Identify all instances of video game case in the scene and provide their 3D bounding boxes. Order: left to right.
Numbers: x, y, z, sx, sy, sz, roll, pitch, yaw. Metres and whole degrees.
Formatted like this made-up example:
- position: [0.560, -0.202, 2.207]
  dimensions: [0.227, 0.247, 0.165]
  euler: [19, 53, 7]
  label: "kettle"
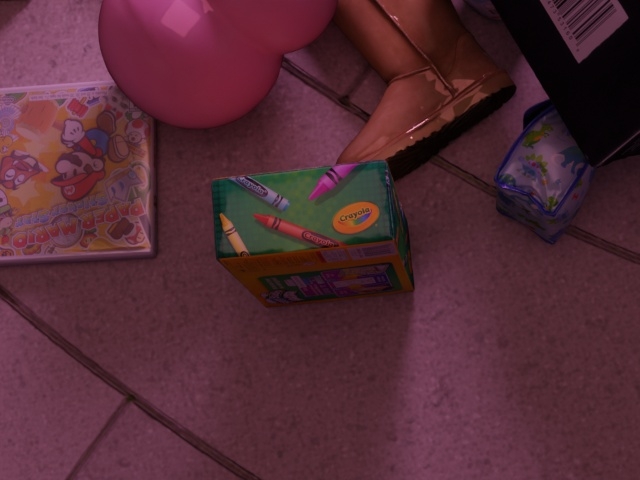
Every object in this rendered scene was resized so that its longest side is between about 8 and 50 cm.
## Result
- position: [-0.296, -0.077, 1.628]
  dimensions: [0.227, 0.026, 0.206]
  euler: [-3, 77, 7]
  label: "video game case"

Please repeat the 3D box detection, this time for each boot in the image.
- position: [0.052, -0.208, 1.585]
  dimensions: [0.236, 0.089, 0.269]
  euler: [-33, 74, -8]
  label: "boot"

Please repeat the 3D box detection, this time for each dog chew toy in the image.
- position: [-0.076, -0.267, 1.517]
  dimensions: [0.332, 0.206, 0.207]
  euler: [-37, 74, 21]
  label: "dog chew toy"

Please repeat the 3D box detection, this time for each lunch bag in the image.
- position: [0.249, -0.089, 1.503]
  dimensions: [0.096, 0.129, 0.151]
  euler: [35, 85, 13]
  label: "lunch bag"

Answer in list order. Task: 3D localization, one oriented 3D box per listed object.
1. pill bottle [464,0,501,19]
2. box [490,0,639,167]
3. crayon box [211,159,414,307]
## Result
- position: [0.165, -0.303, 1.539]
  dimensions: [0.087, 0.160, 0.087]
  euler: [-10, 70, 30]
  label: "pill bottle"
- position: [0.338, -0.259, 1.430]
  dimensions: [0.294, 0.183, 0.296]
  euler: [-15, 70, -42]
  label: "box"
- position: [0.000, 0.000, 1.439]
  dimensions: [0.165, 0.278, 0.081]
  euler: [-6, 78, 6]
  label: "crayon box"
